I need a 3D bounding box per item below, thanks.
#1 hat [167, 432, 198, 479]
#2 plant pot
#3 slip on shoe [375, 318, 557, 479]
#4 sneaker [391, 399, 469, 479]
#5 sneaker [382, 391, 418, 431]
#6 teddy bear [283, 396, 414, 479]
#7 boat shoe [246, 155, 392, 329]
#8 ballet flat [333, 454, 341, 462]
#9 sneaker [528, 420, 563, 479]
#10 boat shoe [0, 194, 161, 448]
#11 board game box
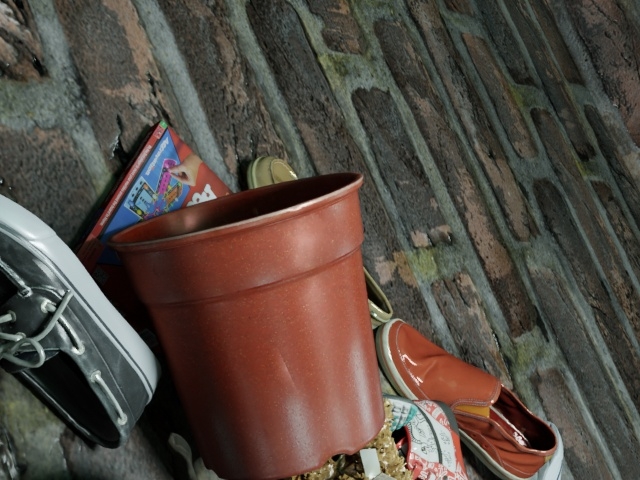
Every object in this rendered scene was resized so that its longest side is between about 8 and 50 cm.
[{"bbox_3d":[-0.142,0.335,0.830,0.134,0.331,0.331,-10,69,-12],"label":"hat"},{"bbox_3d":[-0.058,0.090,1.038,0.272,0.272,0.265,-29,108,-57],"label":"plant pot"},{"bbox_3d":[0.216,0.224,1.451,0.331,0.101,0.123,42,37,-8],"label":"slip on shoe"},{"bbox_3d":[0.148,0.340,1.303,0.145,0.090,0.270,10,54,-49],"label":"sneaker"},{"bbox_3d":[0.044,0.198,1.254,0.166,0.065,0.076,9,42,-20],"label":"sneaker"},{"bbox_3d":[0.059,0.319,1.097,0.245,0.113,0.338,-30,60,-33],"label":"teddy bear"},{"bbox_3d":[0.000,0.000,1.355,0.285,0.089,0.104,59,33,-3],"label":"boat shoe"},{"bbox_3d":[0.026,0.332,1.177,0.067,0.073,0.206,14,47,-16],"label":"ballet flat"},{"bbox_3d":[0.328,0.392,1.527,0.091,0.094,0.258,69,29,-29],"label":"sneaker"},{"bbox_3d":[-0.270,0.078,0.913,0.306,0.113,0.105,58,35,-33],"label":"boat shoe"},{"bbox_3d":[-0.190,-0.013,1.165,0.145,0.027,0.281,47,35,-23],"label":"board game box"}]
